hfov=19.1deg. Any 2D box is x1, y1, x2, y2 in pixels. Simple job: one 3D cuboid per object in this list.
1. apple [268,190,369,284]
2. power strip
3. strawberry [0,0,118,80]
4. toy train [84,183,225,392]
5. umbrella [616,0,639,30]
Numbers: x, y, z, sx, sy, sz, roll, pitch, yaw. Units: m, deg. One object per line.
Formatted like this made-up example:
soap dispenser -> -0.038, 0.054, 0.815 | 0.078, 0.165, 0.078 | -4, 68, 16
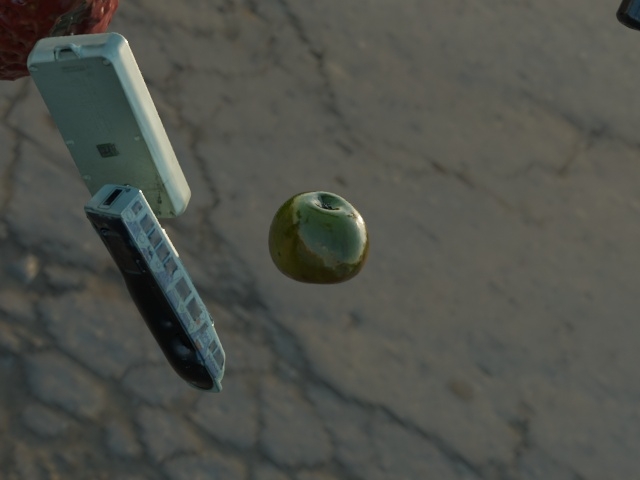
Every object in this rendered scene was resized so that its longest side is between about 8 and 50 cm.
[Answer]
apple -> 0.000, 0.000, 1.650 | 0.089, 0.074, 0.089 | 11, 26, -6
power strip -> -0.169, -0.088, 1.535 | 0.035, 0.081, 0.192 | -71, 149, -43
strawberry -> -0.316, -0.308, 2.033 | 0.310, 0.291, 0.292 | 15, 16, 29
toy train -> -0.127, 0.044, 1.542 | 0.047, 0.043, 0.207 | -51, 133, -32
umbrella -> 0.386, -0.373, 1.941 | 0.073, 0.337, 0.067 | 22, 5, -8
